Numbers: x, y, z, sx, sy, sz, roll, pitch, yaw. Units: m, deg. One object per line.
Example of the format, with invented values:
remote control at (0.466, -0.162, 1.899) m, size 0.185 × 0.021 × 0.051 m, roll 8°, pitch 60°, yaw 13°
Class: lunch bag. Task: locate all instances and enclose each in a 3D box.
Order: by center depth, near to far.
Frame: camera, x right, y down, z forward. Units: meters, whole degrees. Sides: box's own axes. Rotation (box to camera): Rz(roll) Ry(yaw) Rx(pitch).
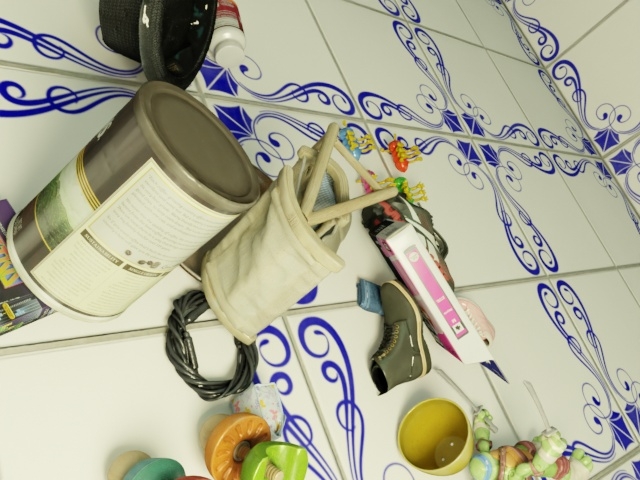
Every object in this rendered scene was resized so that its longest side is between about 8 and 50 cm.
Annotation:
lunch bag at (-0.091, 0.265, 0.928) m, size 0.053 × 0.071 × 0.083 m, roll 10°, pitch 51°, yaw -43°

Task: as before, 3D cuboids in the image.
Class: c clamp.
c clamp at (0.256, -0.002, 1.500) m, size 0.137 × 0.022 × 0.161 m, roll 47°, pitch 38°, yaw -10°

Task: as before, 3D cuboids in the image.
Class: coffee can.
coffee can at (-0.248, -0.046, 0.830) m, size 0.201 × 0.275 × 0.202 m, roll 44°, pitch 21°, yaw -22°

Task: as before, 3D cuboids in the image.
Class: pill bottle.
pill bottle at (-0.213, -0.461, 1.377) m, size 0.086 × 0.086 × 0.152 m, roll 9°, pitch 55°, yaw -38°

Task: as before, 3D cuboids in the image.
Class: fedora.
fedora at (-0.314, -0.440, 1.177) m, size 0.152 × 0.334 × 0.334 m, roll 13°, pitch 44°, yaw 5°

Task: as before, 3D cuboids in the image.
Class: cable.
cable at (-0.167, 0.158, 0.961) m, size 0.150 × 0.047 × 0.185 m, roll 24°, pitch 46°, yaw -27°

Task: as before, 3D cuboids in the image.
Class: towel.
towel at (0.127, 0.124, 1.272) m, size 0.119 × 0.029 × 0.067 m, roll 22°, pitch 47°, yaw -29°

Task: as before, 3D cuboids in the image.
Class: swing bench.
swing bench at (-0.048, -0.011, 0.968) m, size 0.165 × 0.253 × 0.255 m, roll 46°, pitch 39°, yaw -4°

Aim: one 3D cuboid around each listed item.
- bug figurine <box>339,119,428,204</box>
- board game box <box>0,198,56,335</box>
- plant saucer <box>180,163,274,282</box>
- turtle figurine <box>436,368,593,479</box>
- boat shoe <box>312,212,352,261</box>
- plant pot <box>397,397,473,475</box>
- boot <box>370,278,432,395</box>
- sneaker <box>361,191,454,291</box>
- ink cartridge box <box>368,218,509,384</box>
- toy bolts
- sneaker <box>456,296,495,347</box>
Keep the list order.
bug figurine at (0.149, -0.176, 1.496) m, size 0.278 × 0.072 × 0.217 m, roll 5°, pitch 63°, yaw -46°
board game box at (-0.437, 0.040, 0.806) m, size 0.141 × 0.048 × 0.170 m, roll -28°, pitch 80°, yaw -49°
plant saucer at (-0.167, -0.029, 1.107) m, size 0.310 × 0.050 × 0.311 m, roll 25°, pitch 45°, yaw -28°
turtle figurine at (0.396, 0.373, 1.194) m, size 0.266 × 0.197 × 0.275 m, roll 21°, pitch 51°, yaw -35°
boat shoe at (0.000, 0.000, 1.246) m, size 0.064 × 0.075 × 0.206 m, roll 11°, pitch 42°, yaw 22°
plant pot at (0.219, 0.363, 1.106) m, size 0.095 × 0.134 × 0.134 m, roll 50°, pitch 33°, yaw -38°
boot at (0.132, 0.182, 1.178) m, size 0.137 × 0.076 × 0.198 m, roll -16°, pitch 83°, yaw -43°
sneaker at (0.218, 0.003, 1.382) m, size 0.135 × 0.097 × 0.276 m, roll -37°, pitch 86°, yaw -34°
ink cartridge box at (0.230, 0.127, 1.236) m, size 0.371 × 0.069 × 0.176 m, roll 55°, pitch -3°, yaw -7°
toy bolts at (-0.162, 0.335, 0.800) m, size 0.228 × 0.158 × 0.219 m, roll 12°, pitch 92°, yaw -48°
sneaker at (0.346, 0.189, 1.403) m, size 0.134 × 0.051 × 0.070 m, roll 45°, pitch 34°, yaw -11°
